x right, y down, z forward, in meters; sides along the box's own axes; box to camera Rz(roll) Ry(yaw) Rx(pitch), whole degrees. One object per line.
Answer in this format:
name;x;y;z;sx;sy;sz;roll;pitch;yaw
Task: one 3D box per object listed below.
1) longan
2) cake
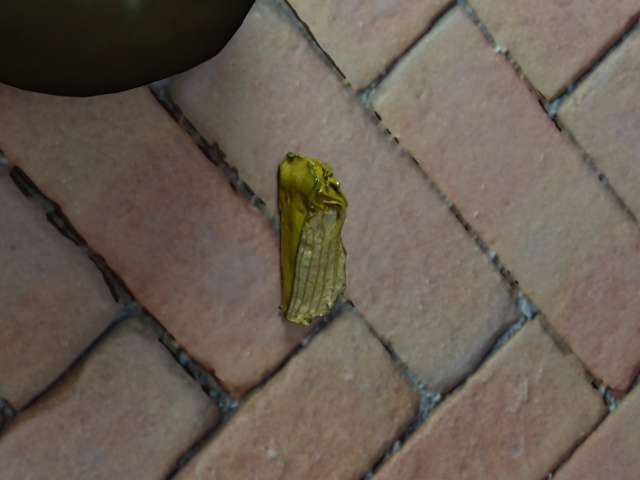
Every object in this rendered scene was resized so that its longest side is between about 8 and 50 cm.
longan;-0.216;-0.316;1.683;0.405;0.336;0.404;10;56;-16
cake;0.004;0.000;1.930;0.080;0.116;0.184;0;92;-24
